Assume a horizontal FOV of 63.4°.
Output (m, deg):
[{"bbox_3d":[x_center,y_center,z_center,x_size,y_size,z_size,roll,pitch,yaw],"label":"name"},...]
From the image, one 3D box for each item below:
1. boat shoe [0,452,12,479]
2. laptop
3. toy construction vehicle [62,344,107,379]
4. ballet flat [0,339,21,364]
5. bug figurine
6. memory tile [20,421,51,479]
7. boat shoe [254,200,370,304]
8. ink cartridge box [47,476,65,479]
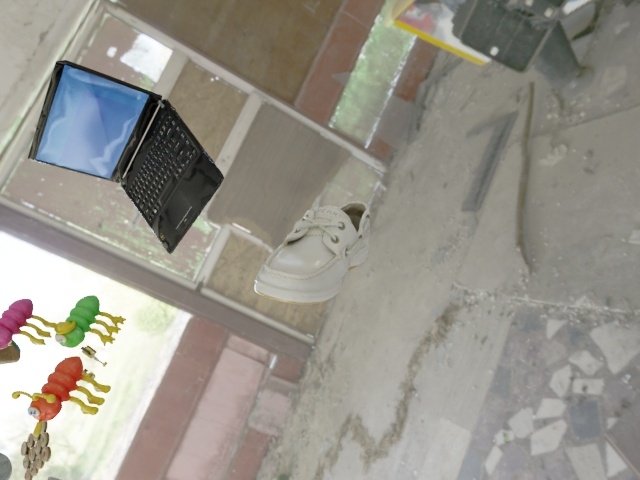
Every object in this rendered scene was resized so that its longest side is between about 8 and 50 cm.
[{"bbox_3d":[-0.573,0.379,0.746,0.083,0.226,0.076,58,138,22],"label":"boat shoe"},{"bbox_3d":[-0.325,-0.120,0.849,0.136,0.264,0.234,-28,-11,-48],"label":"laptop"},{"bbox_3d":[-0.636,0.330,1.388,0.086,0.098,0.035,-50,3,-17],"label":"toy construction vehicle"},{"bbox_3d":[-0.839,0.197,1.162,0.116,0.342,0.124,-22,29,17],"label":"ballet flat"},{"bbox_3d":[-0.409,0.161,0.708,0.216,0.279,0.072,-77,-23,-49],"label":"bug figurine"},{"bbox_3d":[-0.715,0.527,1.298,0.148,0.012,0.113,-47,52,24],"label":"memory tile"},{"bbox_3d":[0.000,0.000,0.667,0.277,0.098,0.096,-37,-39,-66],"label":"boat shoe"},{"bbox_3d":[-0.403,0.587,0.915,0.066,0.296,0.261,-27,49,8],"label":"ink cartridge box"}]
